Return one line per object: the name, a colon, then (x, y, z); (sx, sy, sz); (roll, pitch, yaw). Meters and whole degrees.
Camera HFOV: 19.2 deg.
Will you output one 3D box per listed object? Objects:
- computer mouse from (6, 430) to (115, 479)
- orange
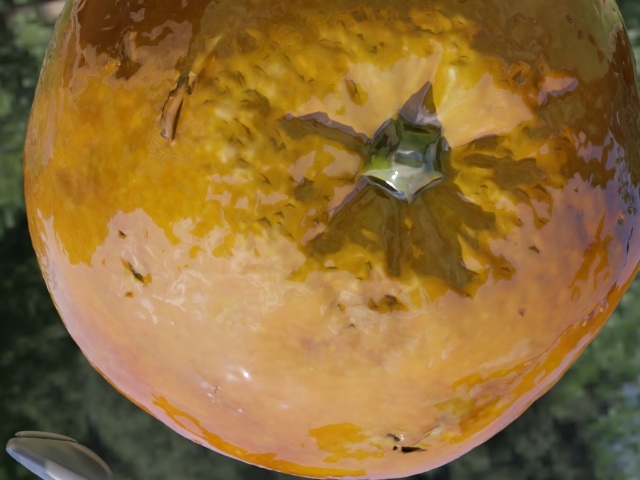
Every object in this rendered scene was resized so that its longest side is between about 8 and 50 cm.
computer mouse: (-0.209, 0.181, 1.548); (0.096, 0.039, 0.066); (32, 163, 4)
orange: (0.010, -0.035, 0.848); (0.284, 0.284, 0.226); (-11, -170, -13)
